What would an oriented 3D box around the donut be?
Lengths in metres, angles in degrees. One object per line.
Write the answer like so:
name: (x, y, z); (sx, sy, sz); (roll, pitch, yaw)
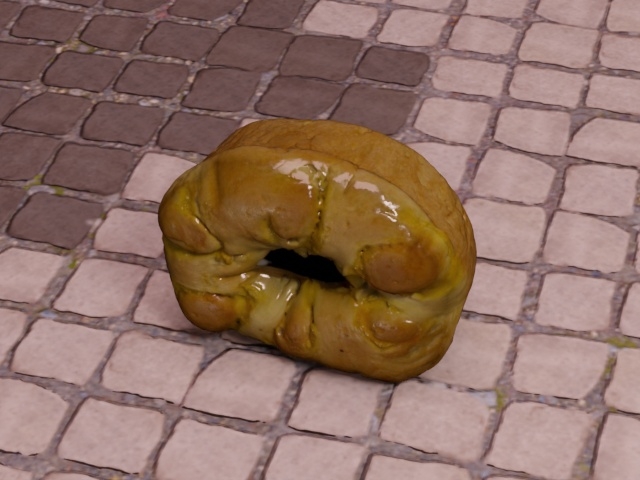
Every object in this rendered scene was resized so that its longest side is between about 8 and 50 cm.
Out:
donut: (0.000, 0.000, 1.187); (0.261, 0.208, 0.128); (15, 42, 14)
